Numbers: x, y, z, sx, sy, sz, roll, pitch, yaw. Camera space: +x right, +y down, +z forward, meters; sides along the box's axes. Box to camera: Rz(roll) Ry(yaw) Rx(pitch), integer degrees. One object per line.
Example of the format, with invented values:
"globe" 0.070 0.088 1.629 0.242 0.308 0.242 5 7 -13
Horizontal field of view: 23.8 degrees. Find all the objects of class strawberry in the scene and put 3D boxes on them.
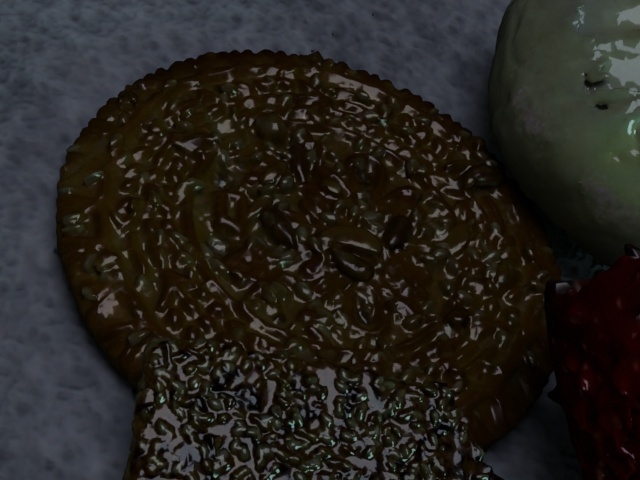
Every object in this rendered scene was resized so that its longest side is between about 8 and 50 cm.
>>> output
"strawberry" 0.213 0.096 0.778 0.184 0.187 0.201 -14 70 11

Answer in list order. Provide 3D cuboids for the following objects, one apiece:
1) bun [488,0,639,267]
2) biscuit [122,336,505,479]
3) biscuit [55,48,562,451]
"bun" 0.248 -0.093 0.952 0.287 0.146 0.287 16 46 -17
"biscuit" 0.021 0.126 0.750 0.237 0.026 0.131 11 70 -11
"biscuit" 0.000 0.000 0.862 0.305 0.038 0.305 10 50 -12
